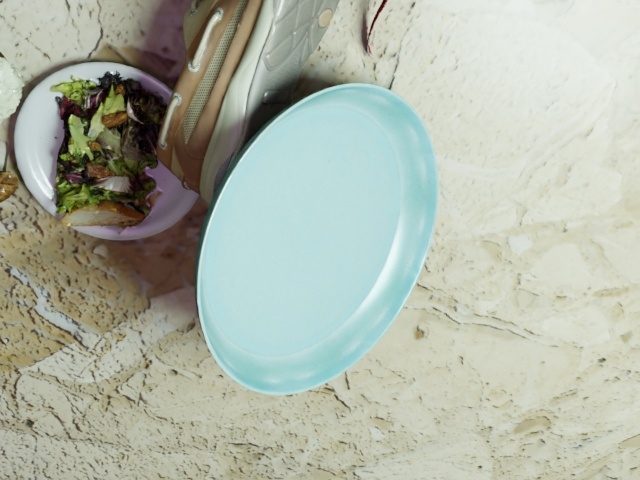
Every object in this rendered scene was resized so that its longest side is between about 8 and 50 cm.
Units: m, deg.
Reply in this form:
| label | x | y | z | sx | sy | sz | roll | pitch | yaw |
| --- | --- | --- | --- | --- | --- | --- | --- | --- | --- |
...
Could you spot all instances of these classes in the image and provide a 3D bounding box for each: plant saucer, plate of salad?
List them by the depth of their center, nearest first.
| label | x | y | z | sx | sy | sz | roll | pitch | yaw |
| --- | --- | --- | --- | --- | --- | --- | --- | --- | --- |
| plant saucer | 0.000 | 0.000 | 0.742 | 0.317 | 0.044 | 0.317 | -23 | 124 | -38 |
| plate of salad | -0.219 | -0.084 | 0.779 | 0.200 | 0.048 | 0.200 | 0 | 118 | 0 |

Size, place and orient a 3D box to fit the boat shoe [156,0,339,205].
| label | x | y | z | sx | sy | sz | roll | pitch | yaw |
| --- | --- | --- | --- | --- | --- | --- | --- | --- | --- |
| boat shoe | -0.072 | -0.189 | 0.687 | 0.116 | 0.123 | 0.324 | 27 | 104 | 17 |

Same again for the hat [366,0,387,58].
| label | x | y | z | sx | sy | sz | roll | pitch | yaw |
| --- | --- | --- | --- | --- | --- | --- | --- | --- | --- |
| hat | 0.090 | -0.302 | 0.653 | 0.208 | 0.183 | 0.173 | -26 | 87 | 10 |

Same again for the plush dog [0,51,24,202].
| label | x | y | z | sx | sy | sz | roll | pitch | yaw |
| --- | --- | --- | --- | --- | --- | --- | --- | --- | --- |
| plush dog | -0.424 | -0.080 | 0.712 | 0.262 | 0.210 | 0.225 | 11 | 147 | 1 |
